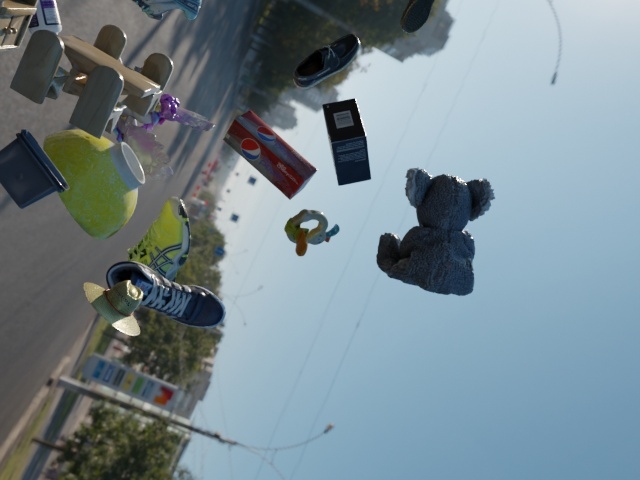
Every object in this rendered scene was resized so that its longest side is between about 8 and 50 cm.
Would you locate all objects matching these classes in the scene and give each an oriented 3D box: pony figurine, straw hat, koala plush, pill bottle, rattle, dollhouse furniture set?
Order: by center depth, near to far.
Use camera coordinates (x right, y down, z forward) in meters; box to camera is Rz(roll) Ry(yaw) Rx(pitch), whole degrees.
[{"bbox_3d":[-0.356,0.105,1.203,0.061,0.144,0.144,-45,-169,0],"label":"straw hat"},{"bbox_3d":[0.227,-0.022,1.251,0.203,0.197,0.221,-110,-147,-81],"label":"koala plush"},{"bbox_3d":[-0.525,-0.453,1.436,0.256,0.394,0.362,-58,-174,19],"label":"dollhouse furniture set"},{"bbox_3d":[0.000,0.000,1.899,0.130,0.200,0.143,-50,-133,4],"label":"rattle"},{"bbox_3d":[-0.544,-0.397,2.041,0.302,0.351,0.363,-49,156,-32],"label":"pony figurine"},{"bbox_3d":[-0.942,-0.757,2.258,0.108,0.108,0.193,-108,-170,-74],"label":"pill bottle"}]

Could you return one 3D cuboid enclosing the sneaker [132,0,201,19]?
[{"bbox_3d":[-0.423,-0.600,1.618,0.110,0.283,0.122,-119,-143,-54],"label":"sneaker"}]

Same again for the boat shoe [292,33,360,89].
[{"bbox_3d":[0.020,-0.535,1.958,0.233,0.084,0.079,-36,163,-6],"label":"boat shoe"}]

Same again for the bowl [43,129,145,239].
[{"bbox_3d":[-0.532,-0.160,1.647,0.156,0.289,0.289,-24,-164,2],"label":"bowl"}]

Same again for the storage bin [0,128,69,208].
[{"bbox_3d":[-0.556,-0.130,1.257,0.091,0.135,0.098,-34,-164,-7],"label":"storage bin"}]

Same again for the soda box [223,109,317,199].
[{"bbox_3d":[-0.142,-0.243,1.882,0.092,0.263,0.083,-50,177,40],"label":"soda box"}]

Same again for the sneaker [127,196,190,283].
[{"bbox_3d":[-0.493,0.038,1.994,0.145,0.147,0.384,59,-45,46],"label":"sneaker"}]

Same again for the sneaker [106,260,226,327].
[{"bbox_3d":[-0.359,0.127,1.528,0.153,0.282,0.099,89,26,-85],"label":"sneaker"}]

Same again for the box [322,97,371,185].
[{"bbox_3d":[0.068,-0.255,1.722,0.158,0.093,0.155,78,1,-51],"label":"box"}]

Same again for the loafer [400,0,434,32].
[{"bbox_3d":[0.231,-0.552,1.554,0.148,0.056,0.050,-58,-151,2],"label":"loafer"}]
